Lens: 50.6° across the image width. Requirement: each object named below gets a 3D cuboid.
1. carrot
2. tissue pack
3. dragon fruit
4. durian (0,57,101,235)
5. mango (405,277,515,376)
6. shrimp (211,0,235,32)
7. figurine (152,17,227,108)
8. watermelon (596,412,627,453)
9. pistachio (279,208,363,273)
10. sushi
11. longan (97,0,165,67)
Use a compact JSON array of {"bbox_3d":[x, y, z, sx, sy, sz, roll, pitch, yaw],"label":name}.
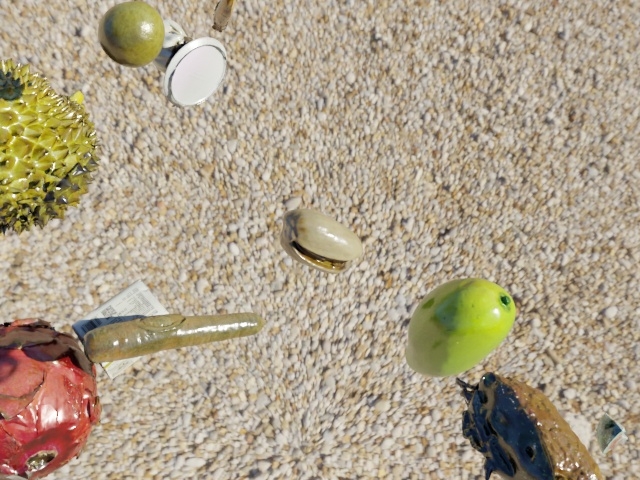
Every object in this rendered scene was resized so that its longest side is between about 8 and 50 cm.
[{"bbox_3d":[-0.241,0.159,1.191,0.342,0.070,0.070,-5,70,-32],"label":"carrot"},{"bbox_3d":[-0.364,0.166,1.261,0.149,0.099,0.106,-37,70,-23],"label":"tissue pack"},{"bbox_3d":[-0.555,0.292,1.246,0.295,0.295,0.302,-39,49,-12],"label":"dragon fruit"},{"bbox_3d":[-0.444,-0.123,0.978,0.258,0.293,0.258,-1,106,-2],"label":"durian"},{"bbox_3d":[0.276,0.199,1.447,0.192,0.343,0.156,13,50,-12],"label":"mango"},{"bbox_3d":[-0.177,-0.469,1.284,0.034,0.178,0.124,12,82,-14],"label":"shrimp"},{"bbox_3d":[-0.250,-0.312,1.137,0.132,0.132,0.154,-43,66,-13],"label":"figurine"},{"bbox_3d":[0.583,0.382,1.335,0.061,0.085,0.085,14,72,-7],"label":"watermelon"},{"bbox_3d":[0.000,0.000,1.552,0.206,0.129,0.131,24,48,-28],"label":"pistachio"},{"bbox_3d":[0.311,0.324,1.048,0.140,0.149,0.287,10,31,-25],"label":"sushi"},{"bbox_3d":[-0.209,-0.234,0.749,0.075,0.075,0.083,0,69,-1],"label":"longan"}]
